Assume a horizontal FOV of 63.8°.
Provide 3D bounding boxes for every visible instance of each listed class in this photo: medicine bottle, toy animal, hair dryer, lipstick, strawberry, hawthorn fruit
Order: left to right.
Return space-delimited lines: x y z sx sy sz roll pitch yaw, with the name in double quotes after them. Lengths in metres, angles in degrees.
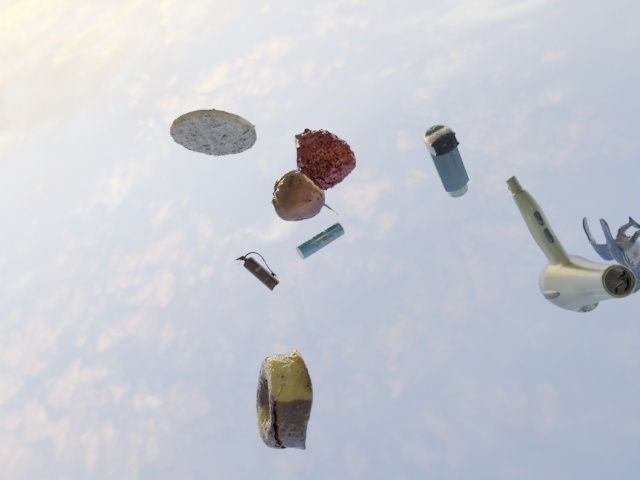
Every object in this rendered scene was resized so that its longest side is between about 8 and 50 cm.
-0.050 -0.127 1.411 0.189 0.149 0.149 -14 -138 -29 "hawthorn fruit"
0.000 0.000 1.586 0.157 0.048 0.048 -32 -132 -18 "lipstick"
0.017 -0.241 1.536 0.201 0.184 0.187 3 -120 30 "strawberry"
0.366 -0.224 1.471 0.079 0.258 0.124 -29 -139 7 "medicine bottle"
0.472 0.024 0.976 0.118 0.298 0.296 -30 -167 1 "hair dryer"
0.753 0.035 1.271 0.176 0.255 0.239 -63 -159 12 "toy animal"

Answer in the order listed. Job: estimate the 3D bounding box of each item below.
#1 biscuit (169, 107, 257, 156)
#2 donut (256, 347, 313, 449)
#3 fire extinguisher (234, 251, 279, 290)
-0.179 -0.181 0.870 0.151 0.152 0.020 -7 -107 20 "biscuit"
-0.053 0.225 0.727 0.059 0.140 0.141 2 -132 -18 "donut"
-0.198 0.091 1.657 0.157 0.045 0.078 41 -120 -5 "fire extinguisher"
